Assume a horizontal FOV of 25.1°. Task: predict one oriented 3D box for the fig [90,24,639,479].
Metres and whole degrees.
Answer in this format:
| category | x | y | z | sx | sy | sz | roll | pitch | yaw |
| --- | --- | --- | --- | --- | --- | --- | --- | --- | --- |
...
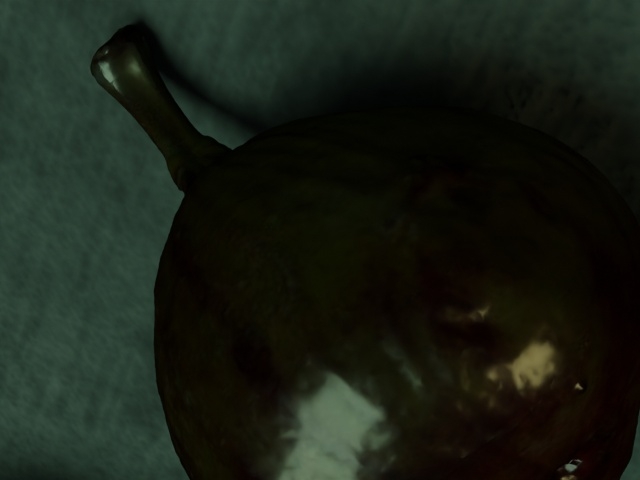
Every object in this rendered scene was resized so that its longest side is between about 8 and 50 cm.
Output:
| category | x | y | z | sx | sy | sz | roll | pitch | yaw |
| --- | --- | --- | --- | --- | --- | --- | --- | --- | --- |
| fig | 0.000 | 0.000 | 0.637 | 0.321 | 0.217 | 0.217 | 49 | 144 | 33 |
